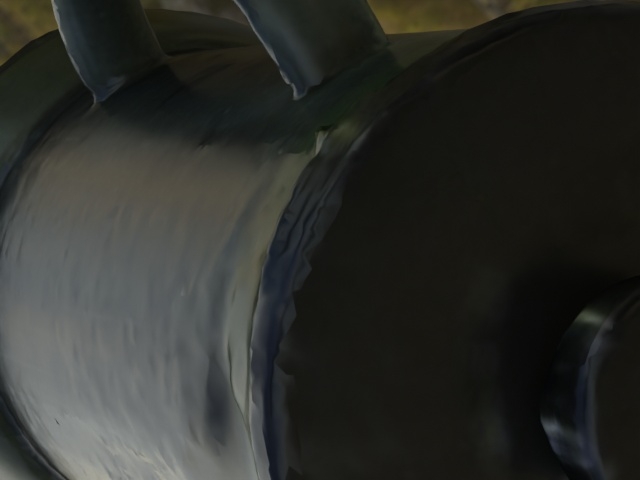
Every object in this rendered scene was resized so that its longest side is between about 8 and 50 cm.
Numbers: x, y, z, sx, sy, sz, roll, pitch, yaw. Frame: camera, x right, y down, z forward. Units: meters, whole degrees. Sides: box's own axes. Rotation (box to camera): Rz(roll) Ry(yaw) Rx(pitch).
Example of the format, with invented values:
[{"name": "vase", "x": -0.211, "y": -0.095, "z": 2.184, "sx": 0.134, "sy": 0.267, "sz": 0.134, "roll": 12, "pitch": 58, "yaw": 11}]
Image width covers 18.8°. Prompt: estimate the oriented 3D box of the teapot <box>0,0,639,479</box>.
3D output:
[{"name": "teapot", "x": 0.000, "y": 0.000, "z": 0.571, "sx": 0.337, "sy": 0.200, "sz": 0.270, "roll": 9, "pitch": 127, "yaw": 65}]
